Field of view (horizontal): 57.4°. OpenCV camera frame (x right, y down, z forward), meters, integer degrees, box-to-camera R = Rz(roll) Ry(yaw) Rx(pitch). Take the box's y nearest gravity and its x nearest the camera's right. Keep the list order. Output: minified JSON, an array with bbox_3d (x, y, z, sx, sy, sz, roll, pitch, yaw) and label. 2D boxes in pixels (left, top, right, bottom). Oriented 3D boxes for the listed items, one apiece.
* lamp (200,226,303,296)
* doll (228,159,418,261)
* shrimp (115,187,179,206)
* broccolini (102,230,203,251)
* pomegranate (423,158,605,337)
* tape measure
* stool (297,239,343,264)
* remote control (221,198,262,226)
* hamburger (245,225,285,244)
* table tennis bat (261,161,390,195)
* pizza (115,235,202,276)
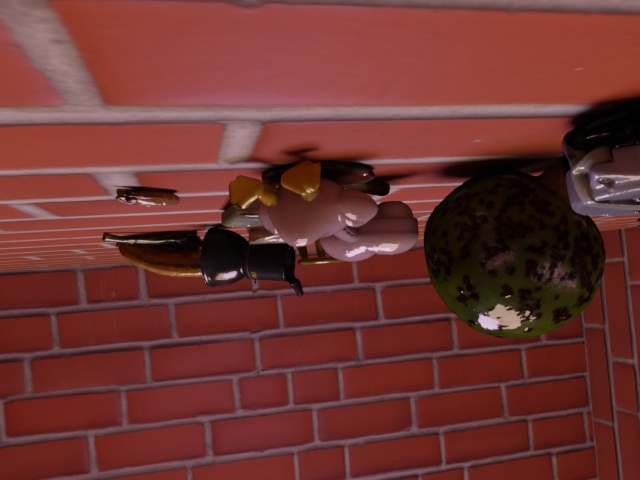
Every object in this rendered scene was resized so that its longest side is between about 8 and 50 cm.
[{"bbox_3d":[-0.147,0.036,1.375,0.228,0.172,0.147,1,153,13],"label":"lamp"},{"bbox_3d":[0.029,-0.026,0.795,0.160,0.094,0.365,-7,172,28],"label":"doll"},{"bbox_3d":[-0.246,-0.059,0.811,0.059,0.023,0.108,4,-178,37],"label":"shrimp"},{"bbox_3d":[-0.404,-0.005,1.420,0.239,0.051,0.054,4,129,-31],"label":"broccolini"},{"bbox_3d":[0.281,0.006,0.832,0.270,0.254,0.254,-50,160,16],"label":"pomegranate"},{"bbox_3d":[0.331,-0.074,0.562,0.182,0.107,0.181,-9,168,29],"label":"tape measure"},{"bbox_3d":[0.000,0.000,1.348,0.135,0.110,0.134,-5,178,1],"label":"stool"},{"bbox_3d":[-0.111,-0.048,1.007,0.098,0.038,0.233,-3,177,-15],"label":"remote control"},{"bbox_3d":[-0.094,-0.023,1.260,0.140,0.062,0.133,-4,180,-20],"label":"hamburger"},{"bbox_3d":[0.024,-0.081,0.792,0.131,0.022,0.234,-8,174,38],"label":"table tennis bat"},{"bbox_3d":[-0.387,0.038,1.514,0.292,0.058,0.197,12,-158,14],"label":"pizza"}]
